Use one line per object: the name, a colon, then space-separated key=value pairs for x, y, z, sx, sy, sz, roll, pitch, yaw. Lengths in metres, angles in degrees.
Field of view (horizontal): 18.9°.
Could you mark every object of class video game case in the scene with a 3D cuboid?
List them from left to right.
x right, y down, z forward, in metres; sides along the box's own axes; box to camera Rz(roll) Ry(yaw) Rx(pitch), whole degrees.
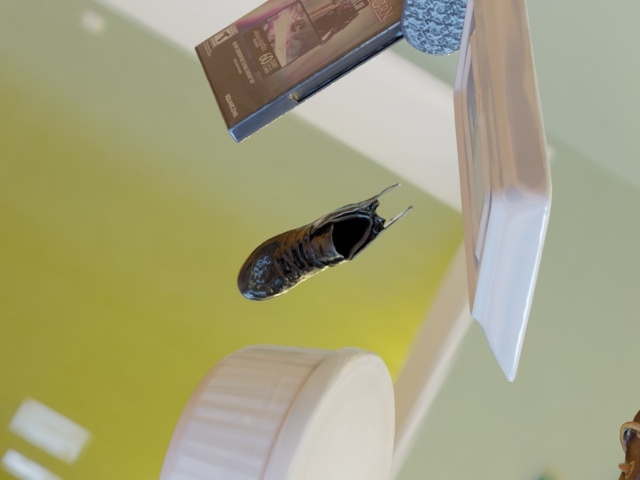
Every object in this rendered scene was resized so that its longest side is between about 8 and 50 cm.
video game case: x=0.006 y=-0.223 z=1.976 sx=0.274 sy=0.026 sz=0.196 roll=-33 pitch=-147 yaw=5

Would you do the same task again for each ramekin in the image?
ramekin: x=-0.042 y=0.216 z=1.699 sx=0.273 sy=0.127 sz=0.273 roll=13 pitch=90 yaw=-69

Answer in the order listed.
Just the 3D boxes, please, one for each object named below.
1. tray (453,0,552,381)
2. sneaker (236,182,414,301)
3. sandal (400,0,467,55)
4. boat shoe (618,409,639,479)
tray: x=0.105 y=-0.059 z=1.161 sx=0.270 sy=0.030 sz=0.145 roll=-90 pitch=-175 yaw=-48
sneaker: x=0.001 y=0.002 z=1.728 sx=0.170 sy=0.051 sz=0.089 roll=-29 pitch=-177 yaw=-4
sandal: x=0.133 y=-0.304 z=1.841 sx=0.054 sy=0.097 sz=0.254 roll=-68 pitch=178 yaw=-68
boat shoe: x=0.255 y=0.158 z=1.273 sx=0.342 sy=0.123 sz=0.123 roll=-44 pitch=143 yaw=2
